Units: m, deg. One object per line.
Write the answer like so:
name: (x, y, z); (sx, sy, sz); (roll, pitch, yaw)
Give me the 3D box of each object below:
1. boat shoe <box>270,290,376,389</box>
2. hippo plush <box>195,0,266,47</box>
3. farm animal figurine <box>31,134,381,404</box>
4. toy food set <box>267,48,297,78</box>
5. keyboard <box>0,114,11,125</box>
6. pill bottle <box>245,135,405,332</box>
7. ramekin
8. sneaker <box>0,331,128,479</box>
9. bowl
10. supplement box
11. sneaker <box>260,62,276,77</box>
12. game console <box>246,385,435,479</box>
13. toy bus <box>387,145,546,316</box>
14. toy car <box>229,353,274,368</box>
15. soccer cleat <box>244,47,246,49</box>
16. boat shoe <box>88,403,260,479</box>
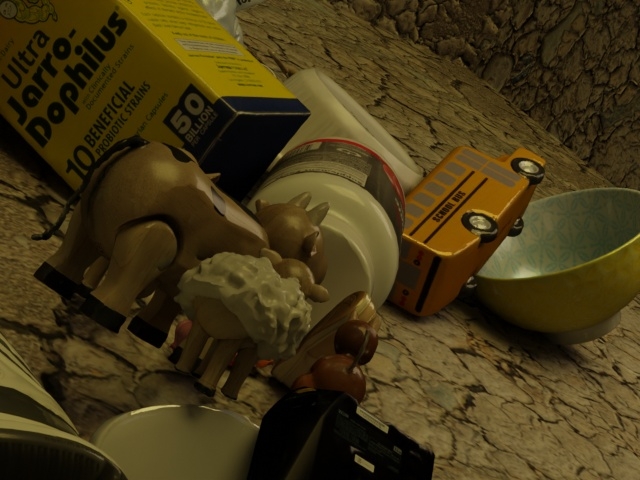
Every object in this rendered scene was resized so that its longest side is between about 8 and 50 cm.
boat shoe: (0.014, 0.101, 1.130); (0.059, 0.170, 0.063); (45, 56, 1)
hippo plush: (-0.168, -0.226, 1.665); (0.236, 0.294, 0.234); (-101, 163, -44)
farm animal figurine: (-0.089, 0.010, 0.981); (0.330, 0.172, 0.327); (29, -6, 29)
toy food set: (-0.024, -0.229, 2.168); (0.218, 0.071, 0.128); (41, -4, 26)
keyboard: (-0.436, -0.182, 1.341); (0.317, 0.033, 0.201); (18, 30, -40)
pill bottle: (0.000, 0.000, 1.338); (0.176, 0.176, 0.318); (29, 17, -2)
ramekin: (0.022, -0.118, 1.689); (0.273, 0.127, 0.273); (43, 11, -11)
sneaker: (-0.336, 0.071, 0.672); (0.447, 0.169, 0.257); (27, 6, -38)
bowl: (0.350, 0.054, 1.751); (0.289, 0.289, 0.156); (-92, 164, -70)
supplement box: (-0.224, -0.186, 1.380); (0.356, 0.194, 0.195); (44, 20, 14)
sneaker: (-0.214, -0.247, 1.888); (0.290, 0.106, 0.123); (21, -17, -4)
game console: (0.084, 0.263, 0.830); (0.361, 0.044, 0.213); (37, 46, -25)
toy bus: (0.186, -0.028, 1.649); (0.130, 0.108, 0.333); (27, 38, 15)
toy car: (-0.102, 0.091, 1.185); (0.122, 0.060, 0.040); (22, 53, 38)
soccer cleat: (-0.221, -0.355, 1.928); (0.331, 0.143, 0.116); (24, 36, -32)
boat shoe: (-0.040, 0.186, 0.880); (0.301, 0.108, 0.102); (18, -14, -30)
